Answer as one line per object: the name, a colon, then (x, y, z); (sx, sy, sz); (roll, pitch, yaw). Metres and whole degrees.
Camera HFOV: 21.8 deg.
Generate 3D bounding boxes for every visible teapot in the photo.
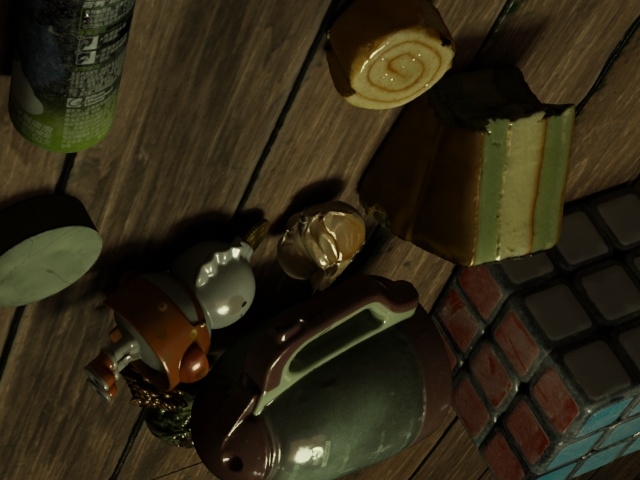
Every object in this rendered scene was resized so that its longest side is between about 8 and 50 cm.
teapot: (-0.008, 0.167, 2.040); (0.312, 0.233, 0.315); (-23, 146, -41)

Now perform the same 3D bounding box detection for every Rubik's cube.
Rubik's cube: (0.365, 0.148, 2.398); (0.301, 0.303, 0.305); (-18, 155, -26)

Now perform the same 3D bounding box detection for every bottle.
bottle: (-0.189, -0.199, 1.308); (0.093, 0.093, 0.330); (-19, 154, -25)

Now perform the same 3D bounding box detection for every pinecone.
pinecone: (-0.188, 0.154, 2.005); (0.102, 0.102, 0.109); (3, 136, -52)

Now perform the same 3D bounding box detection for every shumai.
shumai: (-0.170, 0.202, 2.144); (0.124, 0.099, 0.087); (-28, 140, -12)

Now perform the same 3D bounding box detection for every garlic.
garlic: (-0.003, -0.004, 1.941); (0.113, 0.074, 0.094); (-33, 115, 6)

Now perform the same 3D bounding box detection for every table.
table: (-0.288, 0.011, 1.670); (0.133, 0.043, 0.133); (-25, 156, -12)

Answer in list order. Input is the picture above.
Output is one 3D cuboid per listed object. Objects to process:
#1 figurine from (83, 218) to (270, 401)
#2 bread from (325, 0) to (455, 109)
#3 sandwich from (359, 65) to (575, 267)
figurine: (-0.157, 0.069, 1.860); (0.271, 0.143, 0.143); (-58, 166, -23)
bread: (0.069, -0.186, 1.666); (0.122, 0.073, 0.149); (-39, 155, 22)
sandwich: (0.160, -0.103, 1.909); (0.155, 0.227, 0.198); (-11, 114, -35)
